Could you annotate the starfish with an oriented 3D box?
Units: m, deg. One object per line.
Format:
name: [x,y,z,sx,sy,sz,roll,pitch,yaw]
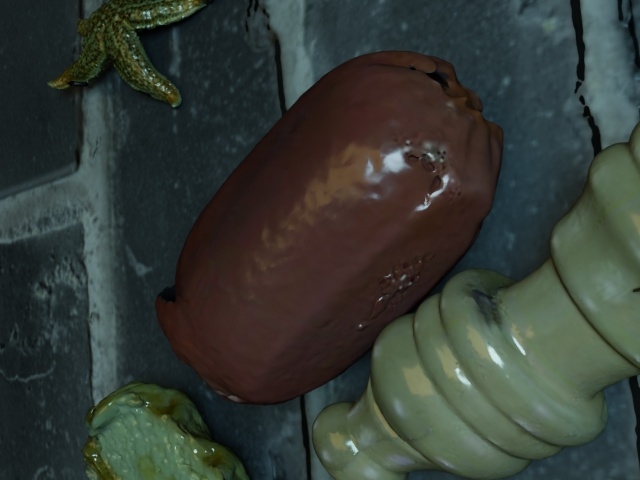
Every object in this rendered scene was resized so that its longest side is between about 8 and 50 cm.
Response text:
starfish: [-0.182,-0.217,0.784,0.208,0.053,0.176,7,78,32]

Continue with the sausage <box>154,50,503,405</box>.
sausage: [0.000,0.000,0.542,0.280,0.152,0.152,-45,59,24]

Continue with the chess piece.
chess piece: [0.118,0.072,0.470,0.307,0.138,0.124,-41,43,32]

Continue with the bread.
bread: [-0.094,0.207,0.628,0.232,0.088,0.128,41,117,27]
